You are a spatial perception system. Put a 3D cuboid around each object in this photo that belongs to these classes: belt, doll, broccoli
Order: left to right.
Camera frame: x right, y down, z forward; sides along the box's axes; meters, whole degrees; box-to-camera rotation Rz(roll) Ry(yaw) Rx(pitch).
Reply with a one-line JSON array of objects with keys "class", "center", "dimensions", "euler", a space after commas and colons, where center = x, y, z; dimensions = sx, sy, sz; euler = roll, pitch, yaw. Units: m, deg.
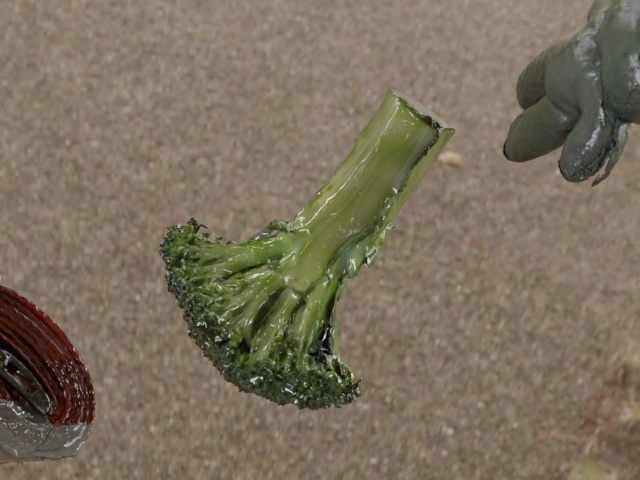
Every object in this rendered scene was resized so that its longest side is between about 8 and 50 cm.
[{"class": "belt", "center": [-0.319, 0.137, 1.428], "dimensions": [0.128, 0.124, 0.201], "euler": [-45, 102, -28]}, {"class": "broccoli", "center": [-0.012, -0.006, 1.535], "dimensions": [0.252, 0.221, 0.361], "euler": [13, 75, 44]}, {"class": "doll", "center": [0.341, -0.181, 1.619], "dimensions": [0.158, 0.340, 0.246], "euler": [23, 62, -13]}]
